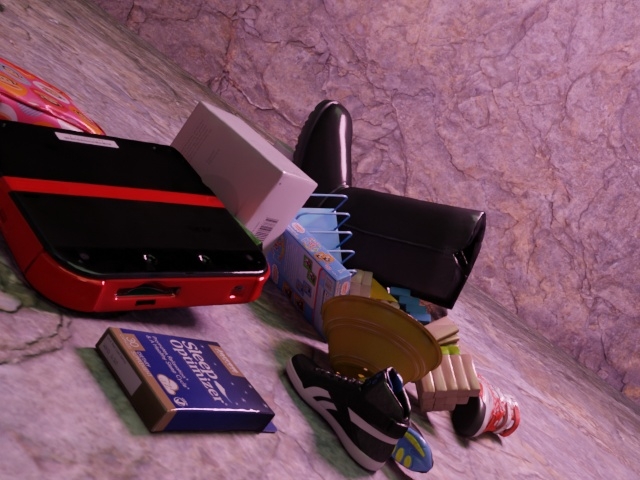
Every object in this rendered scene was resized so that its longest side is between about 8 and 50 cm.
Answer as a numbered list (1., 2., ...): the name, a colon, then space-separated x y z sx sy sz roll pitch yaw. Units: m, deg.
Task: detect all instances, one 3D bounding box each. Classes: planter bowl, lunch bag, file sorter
1. planter bowl: 0.082 0.190 1.252 0.217 0.090 0.217 21 -32 14
2. lunch bag: -0.501 -0.214 1.193 0.258 0.120 0.293 41 9 37
3. file sorter: 0.000 0.000 1.529 0.118 0.104 0.170 1 71 -22

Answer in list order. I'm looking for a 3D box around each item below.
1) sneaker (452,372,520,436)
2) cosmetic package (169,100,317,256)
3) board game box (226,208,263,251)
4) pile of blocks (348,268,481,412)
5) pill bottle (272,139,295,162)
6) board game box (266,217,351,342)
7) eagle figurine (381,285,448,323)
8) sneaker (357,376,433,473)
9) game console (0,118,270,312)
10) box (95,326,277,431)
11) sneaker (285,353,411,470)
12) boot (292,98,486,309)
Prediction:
1. sneaker: 0.337 0.341 1.518 0.145 0.090 0.270 34 9 -2
2. cosmetic package: -0.171 -0.085 1.364 0.225 0.224 0.138 42 13 23
3. board game box: -0.229 -0.033 1.252 0.260 0.136 0.030 43 -29 24
4. pile of blocks: 0.172 0.201 1.492 0.149 0.112 0.362 -17 46 -24
5. pill bottle: -0.124 -0.133 1.780 0.108 0.193 0.108 35 11 -8
6. board game box: -0.028 0.062 1.407 0.039 0.160 0.211 -22 49 -30
7. eagle figurine: 0.158 0.085 1.788 0.298 0.226 0.225 36 -10 24
8. sneaker: 0.102 0.281 1.153 0.188 0.067 0.078 44 -8 40
9. game console: -0.276 -0.039 1.075 0.387 0.060 0.342 3 38 -52
10. box: -0.143 0.168 0.908 0.136 0.036 0.225 44 12 33
11. sneaker: 0.050 0.210 1.098 0.217 0.121 0.079 45 13 35
12. boot: 0.141 -0.090 1.635 0.445 0.366 0.146 18 1 33
